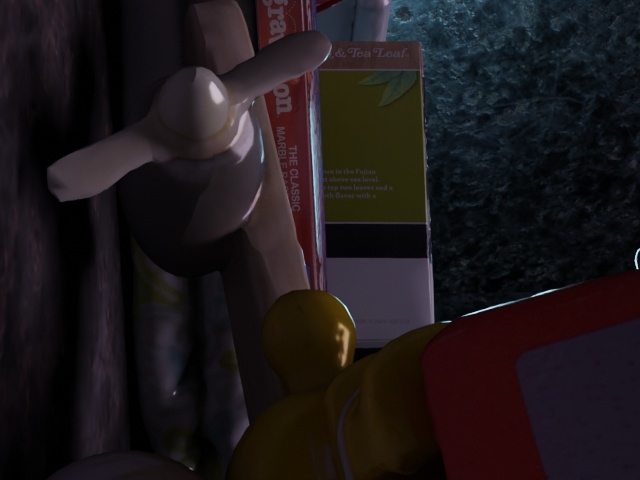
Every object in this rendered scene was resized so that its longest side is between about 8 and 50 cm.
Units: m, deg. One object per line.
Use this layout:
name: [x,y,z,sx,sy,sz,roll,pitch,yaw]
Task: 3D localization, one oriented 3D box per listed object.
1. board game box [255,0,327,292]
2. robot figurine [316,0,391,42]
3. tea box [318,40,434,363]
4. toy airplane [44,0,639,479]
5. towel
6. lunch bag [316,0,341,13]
board game box: [-0.014,-0.061,0.679,0.145,0.027,0.281,-83,171,-66]
robot figurine: [-0.011,-0.340,1.511,0.300,0.199,0.353,41,-30,31]
tea box: [0.000,0.000,1.264,0.329,0.220,0.324,90,0,-69]
toy airplane: [-0.005,0.119,0.469,0.386,0.272,0.384,36,-61,49]
towel: [-0.071,-0.062,0.780,0.320,0.090,0.374,-79,169,-73]
lunch bag: [0.003,-0.323,1.078,0.120,0.258,0.293,53,33,-32]
